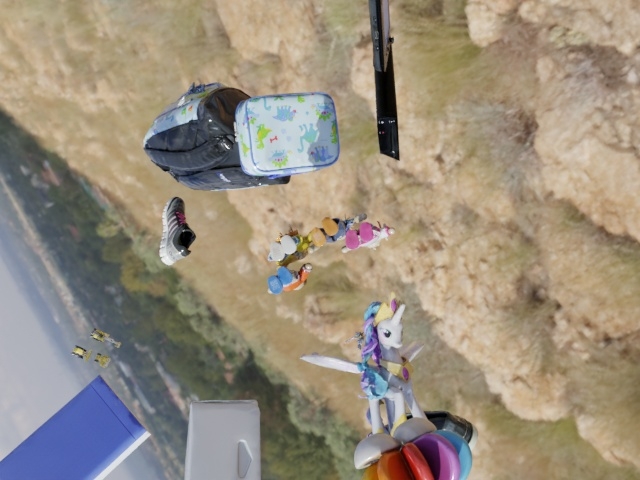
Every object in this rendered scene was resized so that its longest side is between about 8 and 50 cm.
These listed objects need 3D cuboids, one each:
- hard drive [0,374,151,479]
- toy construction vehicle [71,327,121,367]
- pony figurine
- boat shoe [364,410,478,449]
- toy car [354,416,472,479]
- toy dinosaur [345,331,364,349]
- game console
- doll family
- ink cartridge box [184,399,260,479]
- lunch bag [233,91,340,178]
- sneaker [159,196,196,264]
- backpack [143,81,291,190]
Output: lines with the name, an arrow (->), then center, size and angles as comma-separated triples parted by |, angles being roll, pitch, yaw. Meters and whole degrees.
hard drive -> -0.564, 0.478, 1.709 | 0.210, 0.319, 0.040 | 36, 161, 35
toy construction vehicle -> -0.557, 0.269, 1.905 | 0.098, 0.085, 0.035 | 37, 152, -28
pony figurine -> 0.147, 0.323, 1.762 | 0.351, 0.303, 0.363 | 139, 122, -65
boat shoe -> 0.216, 0.476, 1.872 | 0.340, 0.127, 0.113 | -16, 131, 46
toy car -> 0.151, 0.342, 1.134 | 0.159, 0.182, 0.136 | 61, 144, 23
toy dinosaur -> 0.120, 0.292, 2.222 | 0.047, 0.090, 0.082 | 59, -175, 19
game console -> 0.111, -0.322, 1.332 | 0.361, 0.044, 0.213 | 77, -170, -56
doll family -> 0.000, 0.000, 1.409 | 0.118, 0.263, 0.163 | 63, -170, 8
ink cartridge box -> -0.178, 0.433, 1.344 | 0.289, 0.122, 0.211 | 106, 163, -52
lunch bag -> -0.072, -0.225, 1.638 | 0.090, 0.219, 0.176 | -1, 98, 64
sneaker -> -0.321, -0.027, 1.755 | 0.063, 0.075, 0.170 | 45, -141, -52
backpack -> -0.270, -0.245, 1.874 | 0.356, 0.273, 0.290 | -20, 135, 38
